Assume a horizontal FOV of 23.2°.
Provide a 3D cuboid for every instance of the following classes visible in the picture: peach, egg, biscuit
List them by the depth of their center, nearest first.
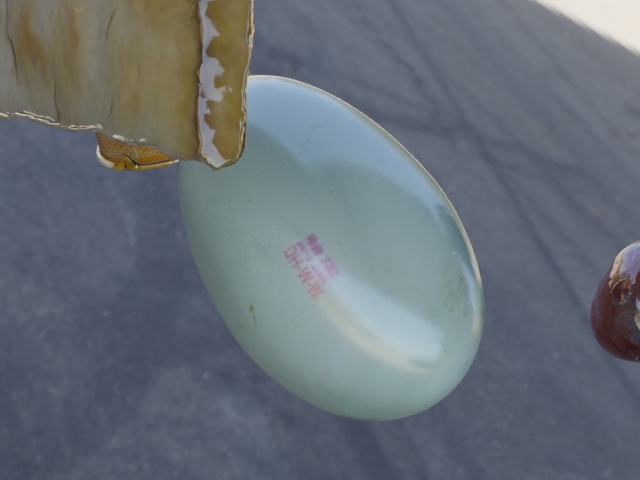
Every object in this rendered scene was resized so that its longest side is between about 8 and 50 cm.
[{"bbox_3d":[-0.176,-0.279,1.284,0.104,0.446,0.429,-1,2,-31],"label":"biscuit"},{"bbox_3d":[0.000,0.000,1.411,0.230,0.230,0.371,2,43,-52],"label":"egg"},{"bbox_3d":[0.382,0.085,1.805,0.152,0.152,0.152,29,24,-14],"label":"peach"}]

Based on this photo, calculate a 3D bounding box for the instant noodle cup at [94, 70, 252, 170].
[{"bbox_3d":[-0.189,-0.204,1.789,0.216,0.215,0.172,-93,165,-61],"label":"instant noodle cup"}]
